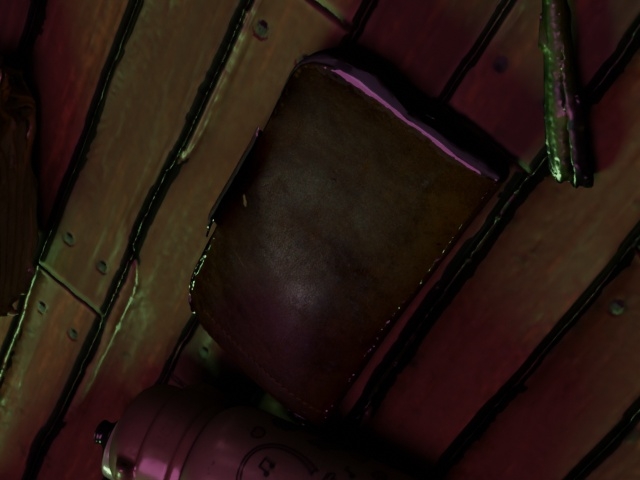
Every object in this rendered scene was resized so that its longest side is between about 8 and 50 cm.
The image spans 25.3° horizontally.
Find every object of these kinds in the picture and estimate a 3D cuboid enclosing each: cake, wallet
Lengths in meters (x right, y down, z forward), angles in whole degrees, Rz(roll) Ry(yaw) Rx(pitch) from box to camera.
[{"bbox_3d":[-0.209,-0.044,0.953,0.116,0.079,0.185,-16,99,30],"label":"cake"},{"bbox_3d":[0.000,0.000,0.840,0.137,0.031,0.255,40,135,8],"label":"wallet"}]

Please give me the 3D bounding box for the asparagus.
[{"bbox_3d":[0.110,-0.127,0.675,0.022,0.023,0.233,-14,120,-6],"label":"asparagus"}]

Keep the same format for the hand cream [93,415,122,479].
[{"bbox_3d":[-0.079,0.173,1.012,0.186,0.054,0.087,23,128,14],"label":"hand cream"}]

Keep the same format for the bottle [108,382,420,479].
[{"bbox_3d":[-0.033,0.158,0.927,0.209,0.110,0.097,23,128,16],"label":"bottle"}]
